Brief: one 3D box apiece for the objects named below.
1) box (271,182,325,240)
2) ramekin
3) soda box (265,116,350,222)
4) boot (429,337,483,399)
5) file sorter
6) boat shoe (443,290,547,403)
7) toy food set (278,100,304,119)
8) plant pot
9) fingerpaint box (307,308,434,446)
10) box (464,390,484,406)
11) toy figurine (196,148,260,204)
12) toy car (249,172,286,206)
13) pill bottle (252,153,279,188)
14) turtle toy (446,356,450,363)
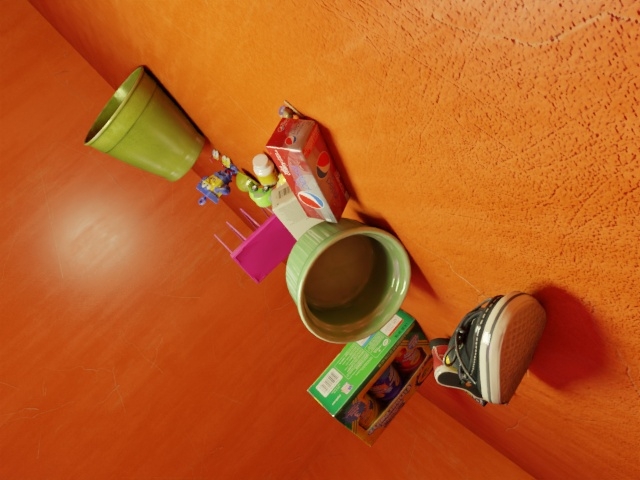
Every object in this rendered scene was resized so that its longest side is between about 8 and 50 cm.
[{"bbox_3d":[-0.026,-0.051,1.342,0.275,0.113,0.094,54,-163,-40],"label":"box"},{"bbox_3d":[0.060,0.089,1.156,0.303,0.303,0.148,50,175,-31],"label":"ramekin"},{"bbox_3d":[-0.020,-0.149,1.025,0.092,0.084,0.263,14,154,28],"label":"soda box"},{"bbox_3d":[0.456,0.386,1.426,0.244,0.089,0.176,21,-151,-9],"label":"boot"},{"bbox_3d":[-0.220,-0.033,1.721,0.182,0.290,0.202,39,169,36],"label":"file sorter"},{"bbox_3d":[0.335,0.216,0.921,0.155,0.187,0.500,31,169,29],"label":"boat shoe"},{"bbox_3d":[-0.062,-0.253,1.008,0.078,0.019,0.122,43,169,7],"label":"toy food set"},{"bbox_3d":[-0.670,-0.426,1.837,0.353,0.367,0.366,37,175,-34],"label":"plant pot"},{"bbox_3d":[0.222,0.513,1.754,0.163,0.445,0.371,32,164,44],"label":"fingerpaint box"},{"bbox_3d":[0.510,0.478,1.602,0.183,0.056,0.231,37,167,31],"label":"box"},{"bbox_3d":[-0.406,-0.206,1.930,0.362,0.217,0.191,35,166,41],"label":"toy figurine"},{"bbox_3d":[-0.132,-0.128,1.432,0.224,0.053,0.239,6,149,29],"label":"toy car"},{"bbox_3d":[-0.170,-0.216,1.429,0.065,0.065,0.116,39,169,23],"label":"pill bottle"},{"bbox_3d":[0.428,0.338,1.319,0.095,0.066,0.130,-1,-161,-35],"label":"turtle toy"}]
